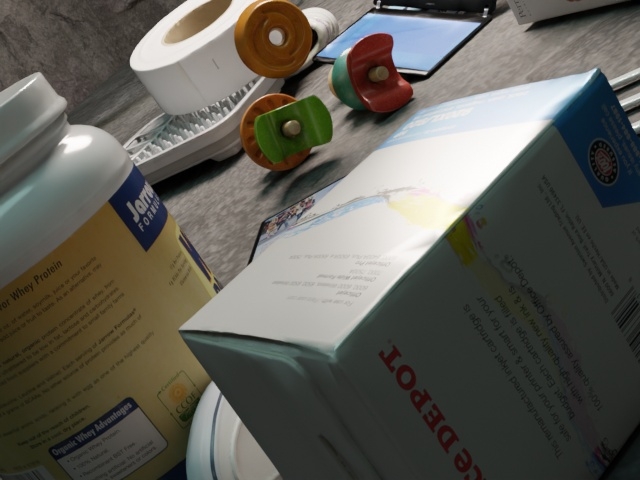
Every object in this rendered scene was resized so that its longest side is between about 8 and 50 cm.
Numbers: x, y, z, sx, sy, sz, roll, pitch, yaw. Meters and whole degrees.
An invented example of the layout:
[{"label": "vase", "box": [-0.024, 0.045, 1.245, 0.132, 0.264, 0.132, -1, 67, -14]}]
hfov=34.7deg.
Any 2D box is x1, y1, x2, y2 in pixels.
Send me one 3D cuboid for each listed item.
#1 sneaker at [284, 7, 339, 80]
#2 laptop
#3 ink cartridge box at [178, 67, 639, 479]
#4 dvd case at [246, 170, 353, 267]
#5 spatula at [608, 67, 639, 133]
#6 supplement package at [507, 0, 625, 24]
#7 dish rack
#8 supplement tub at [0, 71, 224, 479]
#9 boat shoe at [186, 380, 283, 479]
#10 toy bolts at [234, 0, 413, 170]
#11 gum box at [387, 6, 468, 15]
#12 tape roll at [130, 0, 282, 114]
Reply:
[{"label": "sneaker", "box": [-0.112, -0.327, 1.852, 0.305, 0.114, 0.152, -29, 14, 13]}, {"label": "laptop", "box": [0.125, -0.374, 1.469, 0.136, 0.264, 0.234, -4, 15, -45]}, {"label": "ink cartridge box", "box": [0.076, 0.046, 0.590, 0.232, 0.171, 0.168, -43, 21, -26]}, {"label": "dvd case", "box": [0.000, 0.000, 1.050, 0.180, 0.022, 0.253, -28, 20, 18]}, {"label": "spatula", "box": [0.284, -0.131, 0.914, 0.242, 0.019, 0.168, -24, 21, 27]}, {"label": "supplement package", "box": [0.341, -0.386, 1.189, 0.175, 0.177, 0.293, -41, 20, -23]}, {"label": "dish rack", "box": [-0.215, -0.178, 1.743, 0.332, 0.072, 0.285, -21, 22, 32]}, {"label": "supplement tub", "box": [-0.200, 0.055, 0.788, 0.228, 0.316, 0.228, -29, 20, 12]}, {"label": "boat shoe", "box": [-0.020, 0.104, 0.737, 0.075, 0.083, 0.226, -23, 21, 31]}, {"label": "toy bolts", "box": [-0.015, -0.219, 1.365, 0.228, 0.218, 0.158, -20, 9, -16]}, {"label": "gum box", "box": [0.189, -0.377, 1.617, 0.157, 0.041, 0.184, -30, 21, 9]}, {"label": "tape roll", "box": [-0.187, -0.343, 1.771, 0.286, 0.100, 0.286, -24, 31, 16]}]
